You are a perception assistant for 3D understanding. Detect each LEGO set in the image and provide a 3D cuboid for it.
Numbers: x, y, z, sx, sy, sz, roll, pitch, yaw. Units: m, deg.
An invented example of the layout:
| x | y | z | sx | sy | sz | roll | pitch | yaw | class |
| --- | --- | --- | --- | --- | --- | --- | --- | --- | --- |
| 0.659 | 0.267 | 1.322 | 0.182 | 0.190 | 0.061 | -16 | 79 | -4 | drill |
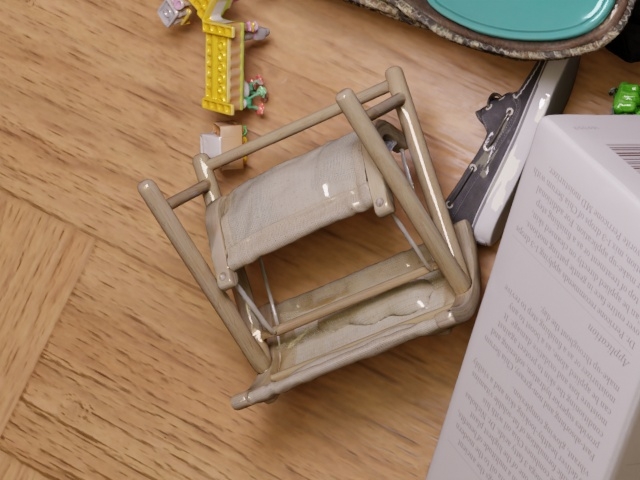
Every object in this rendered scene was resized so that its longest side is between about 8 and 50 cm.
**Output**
| x | y | z | sx | sy | sz | roll | pitch | yaw | class |
| --- | --- | --- | --- | --- | --- | --- | --- | --- | --- |
| -0.096 | -0.223 | 2.054 | 0.132 | 0.107 | 0.287 | -33 | 77 | 46 | LEGO set |

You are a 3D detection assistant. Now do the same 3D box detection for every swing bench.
| x | y | z | sx | sy | sz | roll | pitch | yaw | class |
| --- | --- | --- | --- | --- | --- | --- | --- | --- | --- |
| 0.000 | 0.000 | 1.913 | 0.253 | 0.165 | 0.254 | -22 | 95 | 24 | swing bench |

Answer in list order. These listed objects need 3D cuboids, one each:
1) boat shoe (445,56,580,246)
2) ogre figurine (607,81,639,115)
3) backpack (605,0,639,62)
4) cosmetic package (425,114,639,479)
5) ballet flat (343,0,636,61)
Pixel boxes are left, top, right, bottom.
| x | y | z | sx | sy | sz | roll | pitch | yaw | class |
| --- | --- | --- | --- | --- | --- | --- | --- | --- | --- |
| 0.187 | -0.109 | 1.952 | 0.076 | 0.080 | 0.228 | 26 | 98 | 16 | boat shoe |
| 0.288 | -0.043 | 1.887 | 0.097 | 0.118 | 0.197 | -11 | 78 | 19 | ogre figurine |
| 0.421 | -0.227 | 1.811 | 0.213 | 0.276 | 0.263 | -40 | 82 | -22 | backpack |
| 0.250 | 0.139 | 1.706 | 0.230 | 0.161 | 0.453 | 50 | 134 | 47 | cosmetic package |
| 0.122 | -0.271 | 1.928 | 0.483 | 0.182 | 0.164 | 21 | 82 | 32 | ballet flat |
